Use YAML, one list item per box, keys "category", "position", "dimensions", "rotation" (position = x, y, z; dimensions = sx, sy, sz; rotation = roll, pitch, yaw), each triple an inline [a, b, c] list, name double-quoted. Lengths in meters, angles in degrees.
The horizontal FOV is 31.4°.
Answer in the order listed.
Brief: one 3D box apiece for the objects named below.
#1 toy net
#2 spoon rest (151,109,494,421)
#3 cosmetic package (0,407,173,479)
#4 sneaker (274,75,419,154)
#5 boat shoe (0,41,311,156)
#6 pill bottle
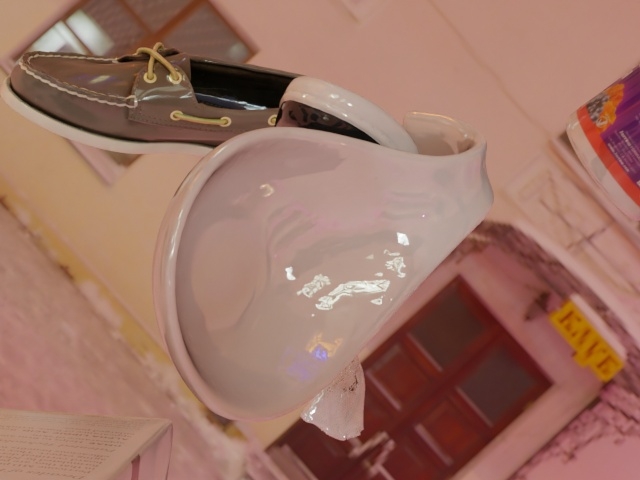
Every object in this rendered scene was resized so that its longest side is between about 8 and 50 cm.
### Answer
- category: "toy net"
  position: [-0.012, 0.074, 1.048]
  dimensions: [0.045, 0.122, 0.232]
  rotation: [1, -58, 54]
- category: "spoon rest"
  position: [0.015, -0.009, 0.587]
  dimensions: [0.084, 0.276, 0.137]
  rotation: [1, -68, 35]
- category: "cosmetic package"
  position: [-0.183, 0.216, 0.560]
  dimensions: [0.156, 0.217, 0.385]
  rotation: [3, 3, 1]
- category: "sneaker"
  position: [0.000, 0.000, 0.662]
  dimensions: [0.079, 0.121, 0.217]
  rotation: [23, -13, 13]
- category: "boat shoe"
  position: [-0.133, -0.132, 1.040]
  dimensions: [0.305, 0.091, 0.109]
  rotation: [9, 35, -28]
- category: "pill bottle"
  position: [0.304, -0.111, 0.912]
  dimensions: [0.108, 0.193, 0.108]
  rotation: [42, 26, -25]
